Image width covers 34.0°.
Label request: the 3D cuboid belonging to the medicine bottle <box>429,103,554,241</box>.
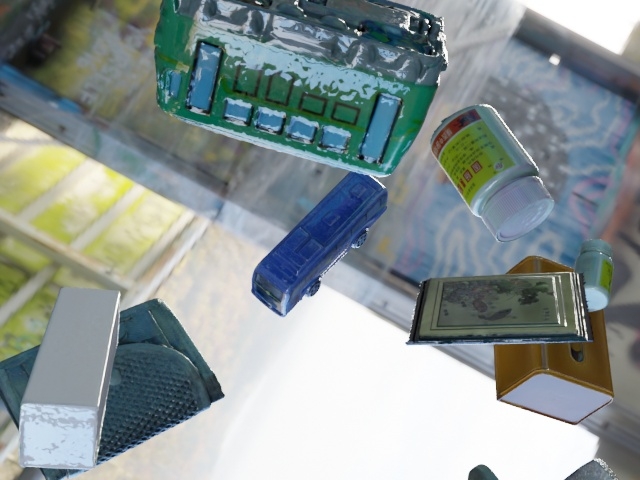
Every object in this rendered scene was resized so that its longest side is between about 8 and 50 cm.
[{"bbox_3d":[0.304,-0.121,1.859,0.139,0.225,0.139,-25,154,-13],"label":"medicine bottle"}]

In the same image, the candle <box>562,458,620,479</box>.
[{"bbox_3d":[0.491,0.480,1.896,0.068,0.192,0.169,24,73,-63],"label":"candle"}]

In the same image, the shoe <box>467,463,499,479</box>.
[{"bbox_3d":[0.235,0.398,1.488,0.195,0.078,0.079,-122,-161,-57],"label":"shoe"}]

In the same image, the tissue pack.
[{"bbox_3d":[0.457,0.195,2.058,0.145,0.194,0.275,-46,-148,46],"label":"tissue pack"}]

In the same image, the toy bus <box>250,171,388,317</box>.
[{"bbox_3d":[-0.002,-0.003,1.503,0.236,0.079,0.094,-46,157,-21],"label":"toy bus"}]

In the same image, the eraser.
[{"bbox_3d":[-0.277,0.146,1.187,0.298,0.078,0.076,-105,-159,-69],"label":"eraser"}]

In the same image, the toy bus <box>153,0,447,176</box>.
[{"bbox_3d":[-0.033,-0.209,1.244,0.183,0.343,0.199,-77,-175,-59],"label":"toy bus"}]

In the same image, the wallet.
[{"bbox_3d":[-0.361,0.247,1.807,0.342,0.237,0.075,-23,157,-29],"label":"wallet"}]

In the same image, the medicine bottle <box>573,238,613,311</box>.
[{"bbox_3d":[0.335,0.042,1.287,0.047,0.047,0.083,115,-3,-52],"label":"medicine bottle"}]

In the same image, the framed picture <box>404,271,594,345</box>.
[{"bbox_3d":[0.203,0.073,1.181,0.195,0.199,0.010,-64,149,-67],"label":"framed picture"}]
